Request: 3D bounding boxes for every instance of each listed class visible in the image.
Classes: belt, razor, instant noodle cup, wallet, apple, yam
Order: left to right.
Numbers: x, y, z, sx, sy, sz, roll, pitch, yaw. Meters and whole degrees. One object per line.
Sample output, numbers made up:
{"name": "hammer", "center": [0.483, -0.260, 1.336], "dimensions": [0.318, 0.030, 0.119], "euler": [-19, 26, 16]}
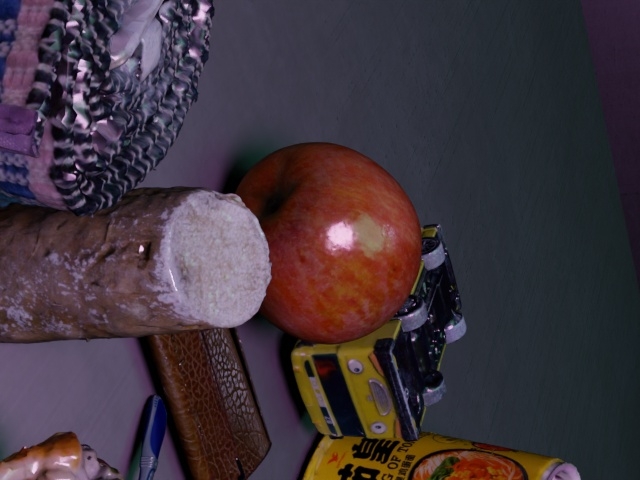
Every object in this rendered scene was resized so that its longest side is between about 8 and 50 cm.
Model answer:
{"name": "belt", "center": [-0.186, -0.141, 0.705], "dimensions": [0.207, 0.160, 0.295], "euler": [80, 22, -53]}
{"name": "yam", "center": [-0.140, 0.017, 0.728], "dimensions": [0.107, 0.194, 0.107], "euler": [-4, 90, -67]}
{"name": "razor", "center": [-0.150, 0.196, 0.869], "dimensions": [0.044, 0.028, 0.154], "euler": [57, 39, -44]}
{"name": "wallet", "center": [-0.101, 0.118, 0.959], "dimensions": [0.133, 0.039, 0.243], "euler": [-53, 133, -58]}
{"name": "apple", "center": [0.000, 0.000, 1.019], "dimensions": [0.174, 0.188, 0.188], "euler": [40, 51, -41]}
{"name": "instant noodle cup", "center": [0.146, 0.358, 1.176], "dimensions": [0.325, 0.254, 0.325], "euler": [3, 86, -61]}

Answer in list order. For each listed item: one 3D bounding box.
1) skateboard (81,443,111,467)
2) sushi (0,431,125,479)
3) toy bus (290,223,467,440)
{"name": "skateboard", "center": [-0.170, 0.222, 0.784], "dimensions": [0.067, 0.080, 0.151], "euler": [-7, 110, -26]}
{"name": "sushi", "center": [-0.163, 0.259, 0.639], "dimensions": [0.139, 0.184, 0.274], "euler": [-14, 104, -35]}
{"name": "toy bus", "center": [0.067, 0.101, 1.179], "dimensions": [0.262, 0.150, 0.128], "euler": [-60, 137, -56]}
